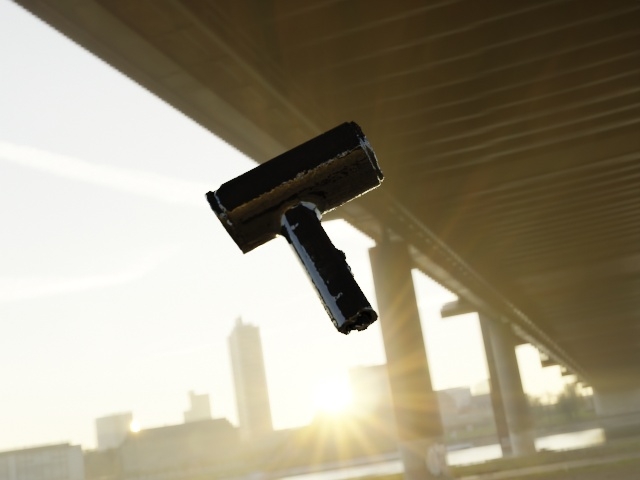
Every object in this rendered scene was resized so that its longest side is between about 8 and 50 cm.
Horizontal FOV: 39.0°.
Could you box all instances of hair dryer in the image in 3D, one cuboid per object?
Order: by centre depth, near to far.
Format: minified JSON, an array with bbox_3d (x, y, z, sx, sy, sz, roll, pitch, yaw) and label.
[{"bbox_3d":[0.000,0.000,1.004,0.197,0.251,0.089,-27,-34,1],"label":"hair dryer"}]
